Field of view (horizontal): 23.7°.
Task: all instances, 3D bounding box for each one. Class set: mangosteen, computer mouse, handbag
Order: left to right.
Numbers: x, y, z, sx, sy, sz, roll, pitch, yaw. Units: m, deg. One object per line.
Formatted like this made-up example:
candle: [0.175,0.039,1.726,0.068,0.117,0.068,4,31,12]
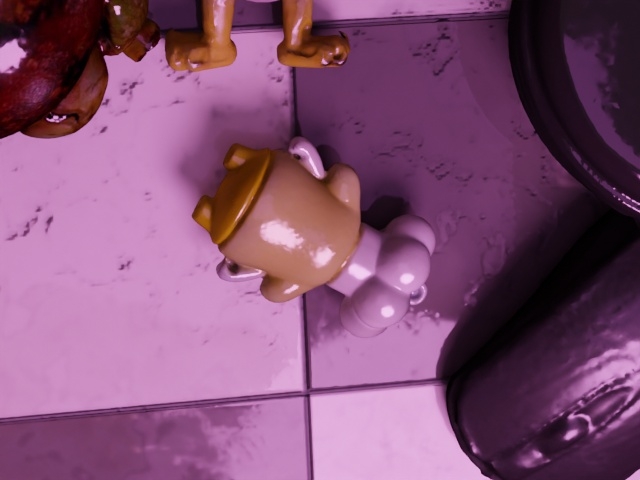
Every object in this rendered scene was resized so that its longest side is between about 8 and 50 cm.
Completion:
mangosteen: [-0.183,-0.142,0.878,0.200,0.200,0.199,-2,104,-9]
computer mouse: [0.206,0.069,1.023,0.137,0.086,0.269,40,96,-15]
handbag: [0.269,-0.139,0.958,0.308,0.093,0.253,-26,95,-5]

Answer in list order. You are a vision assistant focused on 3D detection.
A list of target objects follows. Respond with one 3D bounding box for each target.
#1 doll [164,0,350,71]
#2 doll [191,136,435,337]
doll: [-0.036,-0.281,0.896,0.160,0.094,0.365,-2,104,-6]
doll: [0.000,0.000,0.985,0.162,0.062,0.106,30,101,-14]
